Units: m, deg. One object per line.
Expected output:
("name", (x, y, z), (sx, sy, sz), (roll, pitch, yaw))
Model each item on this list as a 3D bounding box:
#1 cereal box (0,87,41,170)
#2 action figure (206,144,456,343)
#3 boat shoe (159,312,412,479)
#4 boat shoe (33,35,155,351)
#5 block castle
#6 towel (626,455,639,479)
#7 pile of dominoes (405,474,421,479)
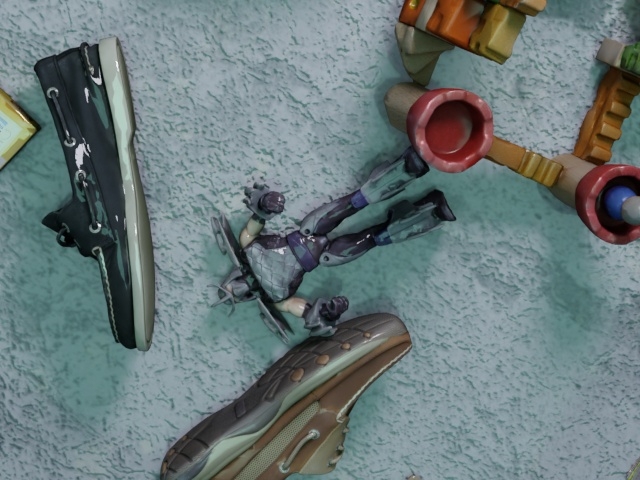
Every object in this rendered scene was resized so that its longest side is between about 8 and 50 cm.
("cereal box", (-0.450, -0.095, 1.922), (0.173, 0.047, 0.240), (44, 94, -6))
("action figure", (0.000, 0.000, 1.927), (0.285, 0.099, 0.185), (-29, 106, 6))
("boat shoe", (-0.024, 0.201, 1.947), (0.324, 0.123, 0.116), (-36, 104, 9))
("boat shoe", (-0.248, -0.045, 1.897), (0.113, 0.127, 0.340), (-7, 96, 0))
("block castle", (0.283, -0.252, 1.808), (0.303, 0.213, 0.453), (22, 97, -21))
("towel", (0.396, 0.257, 2.014), (0.060, 0.009, 0.083), (36, 95, -5))
("pile of dominoes", (0.049, 0.387, 2.017), (0.251, 0.040, 0.196), (-21, 97, -8))
